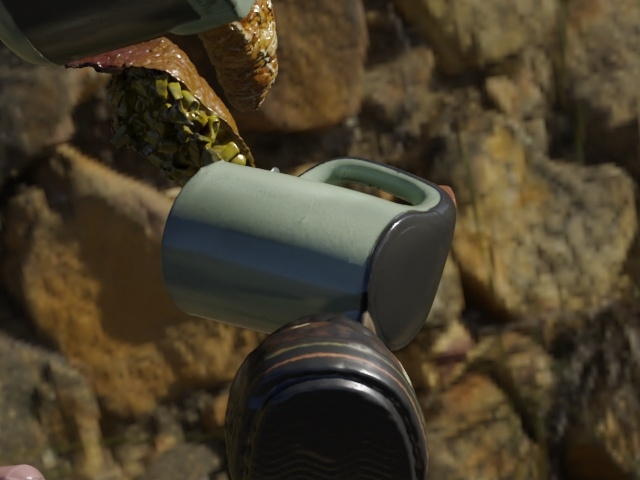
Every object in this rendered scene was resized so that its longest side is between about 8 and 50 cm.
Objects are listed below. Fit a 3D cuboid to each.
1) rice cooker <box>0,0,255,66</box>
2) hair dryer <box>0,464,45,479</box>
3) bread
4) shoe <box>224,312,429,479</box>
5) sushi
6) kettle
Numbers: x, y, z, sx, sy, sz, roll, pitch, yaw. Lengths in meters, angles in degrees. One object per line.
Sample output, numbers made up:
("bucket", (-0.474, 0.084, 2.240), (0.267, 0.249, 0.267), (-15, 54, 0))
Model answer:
("rice cooker", (-0.197, -0.324, 1.646), (0.277, 0.288, 0.288), (-16, 24, 11))
("hair dryer", (-0.398, 0.237, 1.661), (0.352, 0.210, 0.125), (-12, 46, 37))
("bread", (-0.090, -0.235, 1.948), (0.076, 0.233, 0.105), (-1, 50, 15))
("shoe", (0.002, 0.159, 1.509), (0.171, 0.384, 0.237), (-2, 50, 0))
("sushi", (-0.216, -0.174, 2.478), (0.167, 0.296, 0.179), (-20, 24, 30))
("kettle", (0.000, 0.000, 1.743), (0.255, 0.165, 0.240), (11, 49, 34))
